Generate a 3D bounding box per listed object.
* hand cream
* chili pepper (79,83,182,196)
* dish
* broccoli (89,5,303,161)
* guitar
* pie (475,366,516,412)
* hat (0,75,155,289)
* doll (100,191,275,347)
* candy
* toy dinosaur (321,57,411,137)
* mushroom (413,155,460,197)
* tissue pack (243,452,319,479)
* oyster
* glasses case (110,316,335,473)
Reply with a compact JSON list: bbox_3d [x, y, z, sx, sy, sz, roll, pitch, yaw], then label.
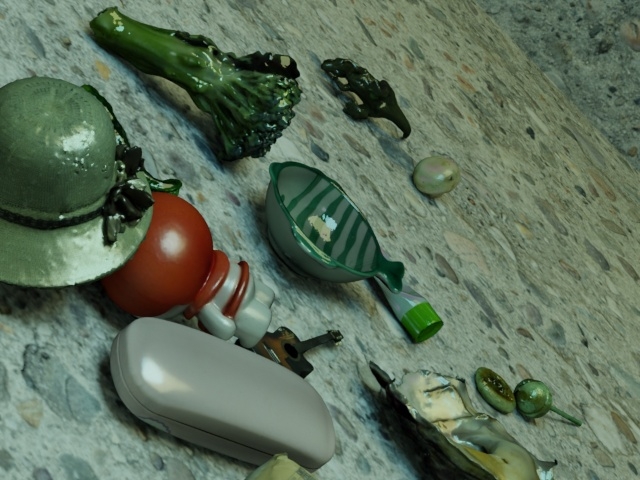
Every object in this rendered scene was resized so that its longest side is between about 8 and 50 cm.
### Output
[{"bbox_3d":[0.083,0.032,2.040,0.275,0.050,0.079,54,-3,25],"label":"hand cream"},{"bbox_3d":[-0.247,-0.116,1.701,0.182,0.050,0.073,50,18,1],"label":"chili pepper"},{"bbox_3d":[0.000,0.000,1.895,0.246,0.078,0.224,41,25,-13],"label":"dish"},{"bbox_3d":[-0.178,-0.228,1.906,0.304,0.165,0.145,31,58,-5],"label":"broccoli"},{"bbox_3d":[-0.026,0.135,1.714,0.088,0.025,0.233,52,24,12],"label":"guitar"},{"bbox_3d":[0.259,0.219,2.059,0.084,0.021,0.084,38,26,-22],"label":"pie"},{"bbox_3d":[-0.279,-0.086,1.389,0.257,0.130,0.257,12,45,-12],"label":"hat"},{"bbox_3d":[-0.182,0.015,1.518,0.290,0.130,0.161,32,32,-16],"label":"doll"},{"bbox_3d":[0.359,0.260,2.141,0.202,0.061,0.061,30,29,-50],"label":"candy"},{"bbox_3d":[0.097,-0.268,2.452,0.187,0.087,0.179,55,26,13],"label":"toy dinosaur"},{"bbox_3d":[0.200,-0.109,2.408,0.083,0.067,0.083,5,31,-3],"label":"mushroom"},{"bbox_3d":[-0.031,0.320,1.347,0.186,0.090,0.222,46,23,3],"label":"tissue pack"},{"bbox_3d":[0.184,0.263,1.778,0.275,0.100,0.271,18,33,-26],"label":"oyster"},{"bbox_3d":[-0.098,0.169,1.479,0.297,0.075,0.113,28,36,-38],"label":"glasses case"}]
